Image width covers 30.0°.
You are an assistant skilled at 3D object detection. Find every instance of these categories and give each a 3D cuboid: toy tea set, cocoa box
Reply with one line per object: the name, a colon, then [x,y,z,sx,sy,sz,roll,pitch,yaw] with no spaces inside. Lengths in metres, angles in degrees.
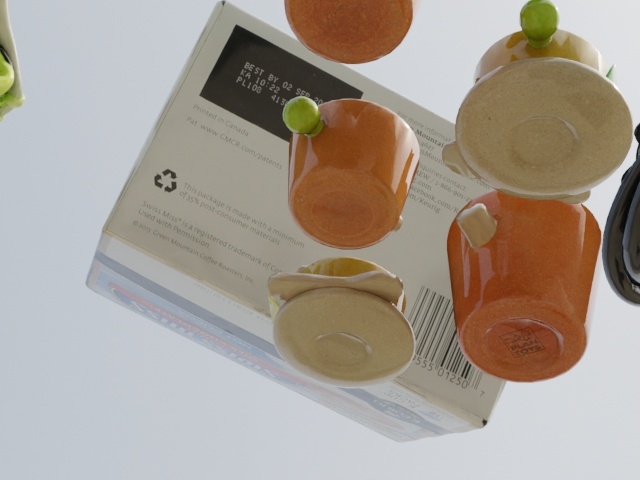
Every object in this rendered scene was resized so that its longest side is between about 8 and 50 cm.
toy tea set: [0.069,-0.054,0.661,0.200,0.124,0.336,5,-45,7]
cocoa box: [0.000,0.000,1.053,0.347,0.228,0.231,27,-109,-7]

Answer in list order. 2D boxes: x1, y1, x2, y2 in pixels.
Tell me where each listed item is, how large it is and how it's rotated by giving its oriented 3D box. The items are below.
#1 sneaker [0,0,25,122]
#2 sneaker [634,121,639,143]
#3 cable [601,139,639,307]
sneaker: [-0.313,-0.098,0.907,0.147,0.145,0.385,28,-52,15]
sneaker: [0.248,-0.026,0.758,0.097,0.235,0.084,26,-67,-10]
cable: [0.142,-0.053,0.417,0.047,0.184,0.151,22,-73,10]
